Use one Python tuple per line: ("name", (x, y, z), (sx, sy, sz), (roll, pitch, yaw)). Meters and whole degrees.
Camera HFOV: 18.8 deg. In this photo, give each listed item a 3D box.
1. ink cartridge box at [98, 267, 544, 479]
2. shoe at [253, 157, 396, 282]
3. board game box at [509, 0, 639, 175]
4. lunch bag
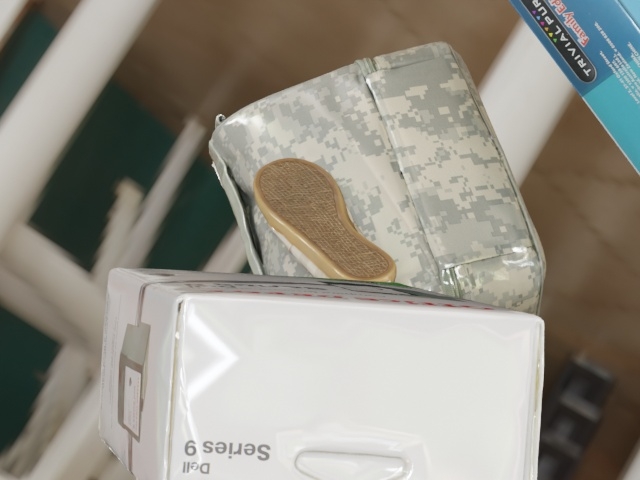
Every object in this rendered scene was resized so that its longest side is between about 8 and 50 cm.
("ink cartridge box", (-0.010, 0.086, 1.157), (0.211, 0.121, 0.289), (3, -179, -14))
("shoe", (0.000, 0.000, 1.723), (0.219, 0.076, 0.058), (-128, 26, -48))
("board game box", (0.264, -0.225, 1.376), (0.254, 0.336, 0.079), (54, 140, 1))
("lunch bag", (0.048, -0.017, 1.869), (0.212, 0.256, 0.305), (95, 159, -65))
